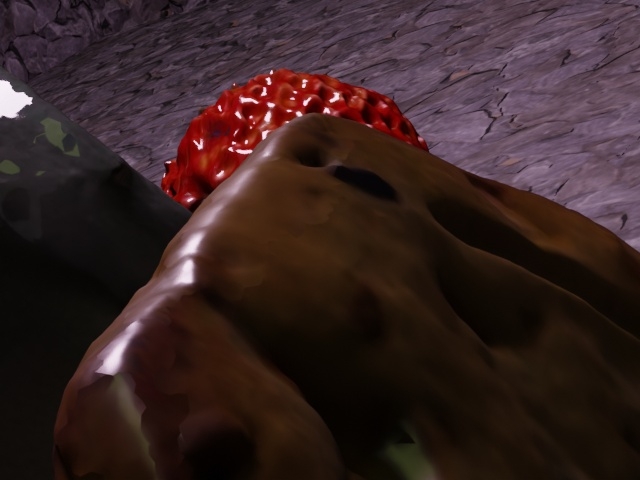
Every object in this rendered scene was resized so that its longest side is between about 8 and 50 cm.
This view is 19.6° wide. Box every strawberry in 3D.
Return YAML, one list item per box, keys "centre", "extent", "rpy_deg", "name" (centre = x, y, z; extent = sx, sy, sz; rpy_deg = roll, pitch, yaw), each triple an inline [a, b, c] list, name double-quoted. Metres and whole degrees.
- centre: [0.000, 0.000, 1.241]
  extent: [0.205, 0.205, 0.244]
  rpy_deg: [-25, 36, -8]
  name: "strawberry"

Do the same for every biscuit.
- centre: [0.087, 0.117, 0.401]
  extent: [0.046, 0.359, 0.359]
  rpy_deg: [-41, 6, 26]
  name: "biscuit"

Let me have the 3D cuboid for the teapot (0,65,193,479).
- centre: [-0.153, 0.123, 0.702]
  extent: [0.344, 0.253, 0.300]
  rpy_deg: [-54, 2, -3]
  name: "teapot"
